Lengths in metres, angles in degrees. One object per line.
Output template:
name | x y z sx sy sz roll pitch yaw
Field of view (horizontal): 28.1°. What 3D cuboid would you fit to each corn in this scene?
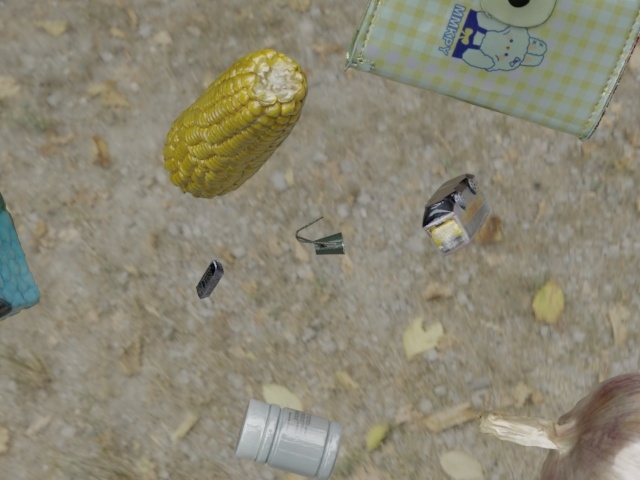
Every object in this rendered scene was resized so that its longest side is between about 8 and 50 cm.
corn | -0.088 -0.115 1.325 0.106 0.305 0.106 4 78 -21

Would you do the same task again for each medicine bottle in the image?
medicine bottle | -0.030 0.187 1.200 0.091 0.058 0.058 16 71 -4

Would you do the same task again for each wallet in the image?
wallet | 0.207 -0.250 1.482 0.309 0.223 0.077 16 31 -11

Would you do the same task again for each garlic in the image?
garlic | 0.294 0.239 1.423 0.253 0.245 0.245 26 75 9

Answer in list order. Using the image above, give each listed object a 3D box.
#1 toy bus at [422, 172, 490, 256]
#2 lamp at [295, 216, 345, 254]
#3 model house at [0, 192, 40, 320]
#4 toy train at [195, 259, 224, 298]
toy bus | 0.181 -0.036 1.701 0.057 0.172 0.072 -28 97 23
lamp | 0.000 0.000 1.734 0.054 0.121 0.041 -9 79 6
model house | -0.577 0.044 1.758 0.261 0.241 0.226 -22 91 16
toy train | -0.123 0.043 1.448 0.017 0.083 0.017 -9 69 -23
